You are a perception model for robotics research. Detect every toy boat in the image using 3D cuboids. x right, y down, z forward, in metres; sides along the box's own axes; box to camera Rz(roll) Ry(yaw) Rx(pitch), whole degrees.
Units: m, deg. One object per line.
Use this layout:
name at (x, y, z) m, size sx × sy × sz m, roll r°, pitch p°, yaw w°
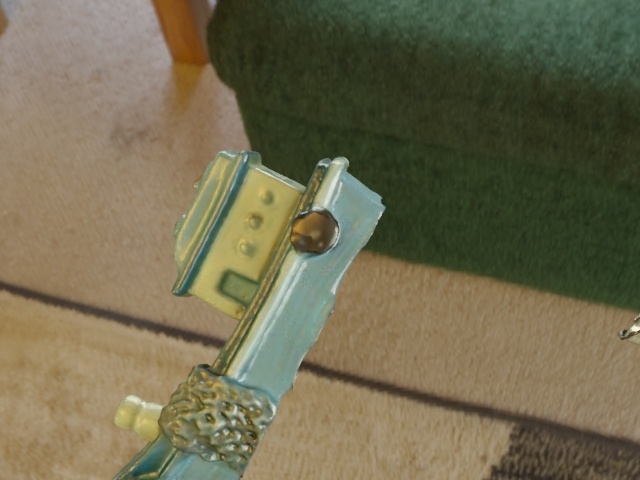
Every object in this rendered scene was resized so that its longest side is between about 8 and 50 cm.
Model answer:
toy boat at (-0.057, 0.053, 0.644) m, size 0.098 × 0.109 × 0.238 m, roll 27°, pitch 96°, yaw 0°

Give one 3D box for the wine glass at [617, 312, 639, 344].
wine glass at (0.331, 0.109, 0.910) m, size 0.122 × 0.122 × 0.183 m, roll -36°, pitch 82°, yaw -12°
